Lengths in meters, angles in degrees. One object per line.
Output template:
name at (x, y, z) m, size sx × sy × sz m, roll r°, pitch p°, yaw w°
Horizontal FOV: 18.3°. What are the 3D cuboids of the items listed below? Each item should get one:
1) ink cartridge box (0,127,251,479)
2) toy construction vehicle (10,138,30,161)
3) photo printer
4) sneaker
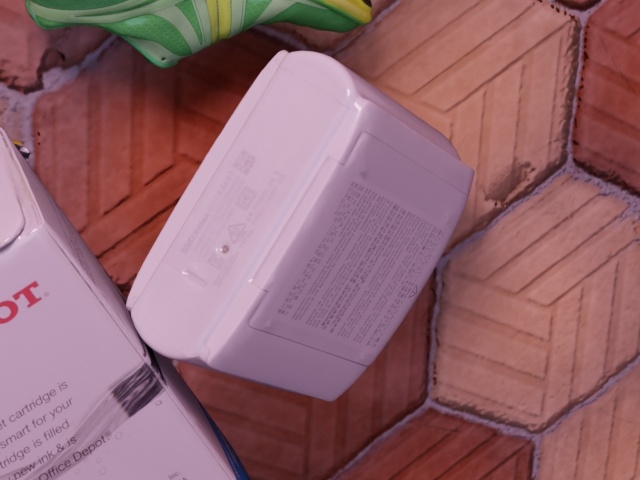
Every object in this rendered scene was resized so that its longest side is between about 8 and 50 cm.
ink cartridge box at (-0.252, 0.154, 1.539) m, size 0.285 × 0.166 × 0.395 m, roll -32°, pitch 126°, yaw -1°
toy construction vehicle at (-0.268, -0.048, 1.533) m, size 0.098 × 0.035 × 0.086 m, roll 15°, pitch 118°, yaw -31°
photo printer at (0.000, 0.000, 1.593) m, size 0.256 × 0.107 × 0.307 m, roll -59°, pitch 155°, yaw 4°
sneaker at (-0.095, -0.199, 1.519) m, size 0.295 × 0.109 × 0.123 m, roll 4°, pitch 138°, yaw -33°
